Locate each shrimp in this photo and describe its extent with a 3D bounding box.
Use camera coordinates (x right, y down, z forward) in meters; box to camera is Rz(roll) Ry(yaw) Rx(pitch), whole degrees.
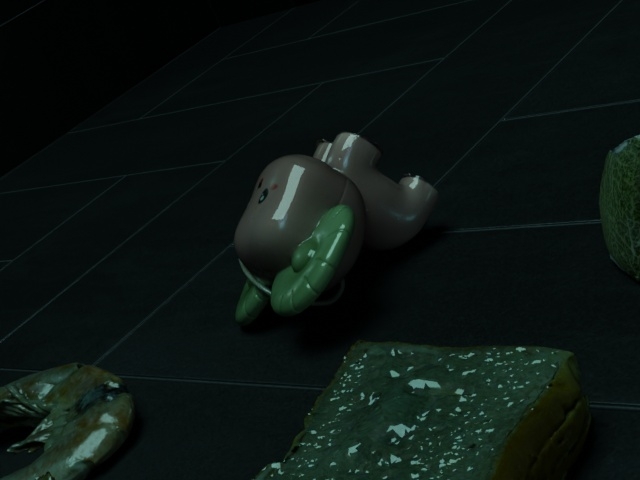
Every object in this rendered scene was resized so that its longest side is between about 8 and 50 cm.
[{"bbox_3d":[-0.384,0.251,1.514,0.360,0.085,0.247,-4,37,38],"label":"shrimp"}]

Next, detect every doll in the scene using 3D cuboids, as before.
[{"bbox_3d":[0.000,0.000,1.545,0.268,0.216,0.284,-61,15,-17],"label":"doll"}]

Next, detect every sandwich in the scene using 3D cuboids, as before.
[{"bbox_3d":[0.075,0.204,1.043,0.271,0.099,0.301,-8,26,39],"label":"sandwich"}]

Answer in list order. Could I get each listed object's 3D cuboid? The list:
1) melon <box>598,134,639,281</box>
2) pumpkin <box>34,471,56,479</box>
[{"bbox_3d":[0.349,-0.020,1.254,0.093,0.202,0.139,-4,60,7],"label":"melon"},{"bbox_3d":[-0.319,0.303,1.333,0.074,0.054,0.083,-36,28,-13],"label":"pumpkin"}]
